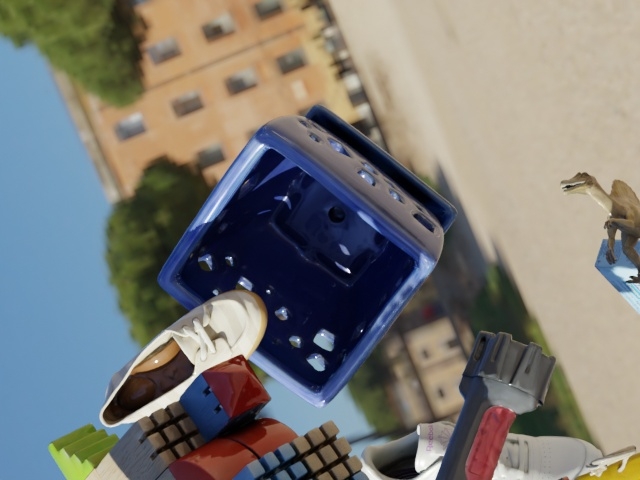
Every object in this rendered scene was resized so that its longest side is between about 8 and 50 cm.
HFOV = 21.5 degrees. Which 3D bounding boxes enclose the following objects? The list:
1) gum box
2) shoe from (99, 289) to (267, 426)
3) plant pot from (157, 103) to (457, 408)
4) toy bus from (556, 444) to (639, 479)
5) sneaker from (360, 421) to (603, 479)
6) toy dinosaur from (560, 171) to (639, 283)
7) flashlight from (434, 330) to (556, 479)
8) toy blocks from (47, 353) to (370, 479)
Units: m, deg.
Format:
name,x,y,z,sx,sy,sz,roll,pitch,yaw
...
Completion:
name,x,y,z,sx,sy,sz,roll,pitch,yaw
gum box,0.432,0.053,1.927,0.157,0.184,0.041,41,-119,-41
shoe,-0.143,0.127,1.735,0.076,0.219,0.058,54,-158,4
plant pot,0.000,0.000,1.844,0.236,0.236,0.212,38,-154,2
toy bus,0.257,0.229,1.386,0.202,0.191,0.104,-11,-107,-41
sneaker,0.193,0.286,2.074,0.152,0.305,0.114,67,-162,-45
toy dinosaur,0.294,-0.012,1.559,0.183,0.053,0.092,26,-134,-45
flashlight,0.185,0.259,1.901,0.103,0.304,0.103,34,160,-30
toy blocks,-0.047,0.254,1.411,0.381,0.191,0.261,55,137,13
